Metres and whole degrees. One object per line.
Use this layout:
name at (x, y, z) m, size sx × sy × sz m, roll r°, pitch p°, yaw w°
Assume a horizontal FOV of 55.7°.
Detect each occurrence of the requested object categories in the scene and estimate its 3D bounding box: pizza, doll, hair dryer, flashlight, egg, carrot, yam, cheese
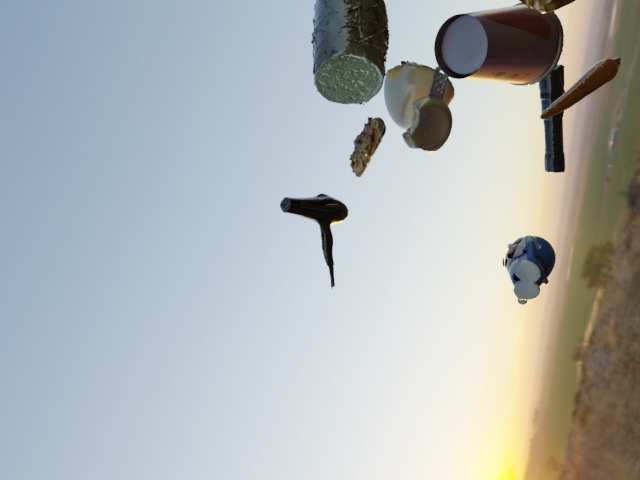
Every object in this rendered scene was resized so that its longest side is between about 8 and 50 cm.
pizza at (0.153, -0.323, 2.090) m, size 0.161 × 0.085 × 0.305 m, roll -60°, pitch -2°, yaw -29°
doll at (0.650, 0.085, 1.915) m, size 0.257 × 0.161 × 0.216 m, roll -35°, pitch -44°, yaw -60°
hair dryer at (0.000, 0.000, 2.201) m, size 0.303 × 0.120 × 0.360 m, roll 2°, pitch -105°, yaw -47°
flashlight at (0.896, -0.459, 2.327) m, size 0.103 × 0.103 × 0.425 m, roll -47°, pitch -49°, yaw -56°
egg at (0.347, -0.513, 2.220) m, size 0.286 × 0.264 × 0.174 m, roll 98°, pitch -169°, yaw -71°
carrot at (0.777, -0.449, 1.798) m, size 0.336 × 0.069 × 0.069 m, roll -38°, pitch -35°, yaw -12°
yam at (0.085, -0.587, 1.803) m, size 0.241 × 0.240 × 0.349 m, roll 67°, pitch -158°, yaw -54°
cheese at (0.374, -0.442, 2.043) m, size 0.082 × 0.163 × 0.287 m, roll -103°, pitch 20°, yaw -67°

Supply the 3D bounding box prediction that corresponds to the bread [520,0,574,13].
bread at (0.442, -0.555, 1.198) m, size 0.222 × 0.181 × 0.096 m, roll 58°, pitch -176°, yaw 39°

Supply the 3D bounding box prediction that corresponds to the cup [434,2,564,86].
cup at (0.396, -0.444, 1.372) m, size 0.288 × 0.203 × 0.203 m, roll -19°, pitch -62°, yaw -42°
